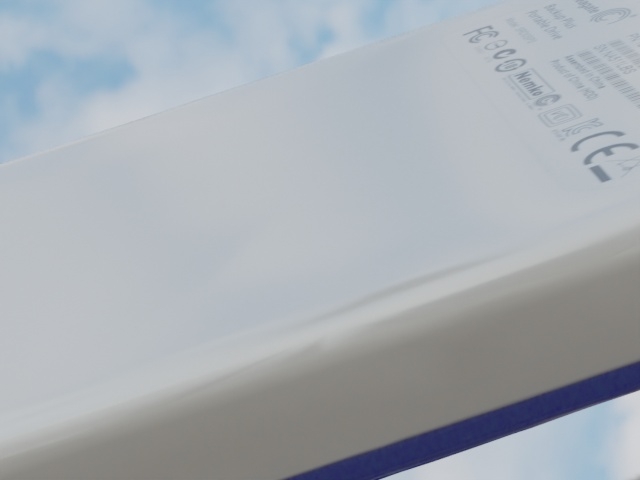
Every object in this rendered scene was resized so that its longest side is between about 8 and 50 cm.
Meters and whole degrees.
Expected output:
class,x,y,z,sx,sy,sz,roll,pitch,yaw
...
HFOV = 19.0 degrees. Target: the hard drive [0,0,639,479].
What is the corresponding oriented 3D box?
class,x,y,z,sx,sy,sz,roll,pitch,yaw
hard drive,0.000,0.000,0.480,0.210,0.319,0.040,-111,3,-69
